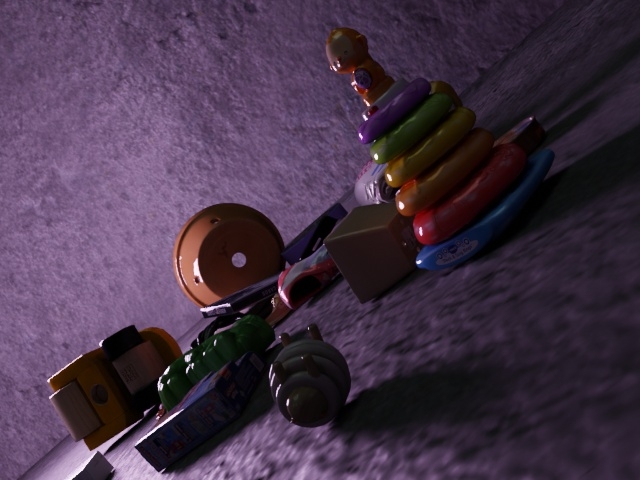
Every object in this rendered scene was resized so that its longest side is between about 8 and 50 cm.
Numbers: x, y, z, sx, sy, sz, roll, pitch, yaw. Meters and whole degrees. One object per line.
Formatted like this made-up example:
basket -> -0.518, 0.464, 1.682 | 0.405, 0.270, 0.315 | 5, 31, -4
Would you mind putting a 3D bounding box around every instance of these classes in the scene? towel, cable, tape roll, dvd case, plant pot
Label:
towel -> -0.227, 0.232, 1.974 | 0.282, 0.049, 0.187 | -45, 5, -33
cable -> -0.215, 0.215, 1.838 | 0.150, 0.047, 0.184 | -28, 21, 13
tape roll -> 0.000, 0.000, 2.054 | 0.189, 0.080, 0.189 | -42, 4, 4
dvd case -> -0.132, 0.110, 1.918 | 0.238, 0.030, 0.179 | -25, 4, -29
plant pot -> -0.214, 0.049, 2.131 | 0.291, 0.291, 0.203 | -42, 9, -10
plant pot -> 0.089, 0.007, 1.204 | 0.096, 0.109, 0.109 | -22, 16, 37

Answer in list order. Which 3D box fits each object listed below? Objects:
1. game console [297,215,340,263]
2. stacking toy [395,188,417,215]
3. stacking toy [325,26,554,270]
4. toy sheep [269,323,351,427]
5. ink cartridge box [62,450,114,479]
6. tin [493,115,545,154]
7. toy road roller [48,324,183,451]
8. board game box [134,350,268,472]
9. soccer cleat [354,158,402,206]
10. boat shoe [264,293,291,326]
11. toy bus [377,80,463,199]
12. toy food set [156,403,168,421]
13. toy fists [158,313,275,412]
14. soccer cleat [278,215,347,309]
game console -> 0.019, 0.004, 1.725 | 0.122, 0.107, 0.071 | -62, 24, 19
stacking toy -> 0.193, -0.092, 1.528 | 0.167, 0.052, 0.221 | -35, -3, -16
stacking toy -> 0.110, -0.129, 1.009 | 0.166, 0.302, 0.175 | -45, 7, -40
toy sheep -> -0.010, 0.138, 0.867 | 0.091, 0.091, 0.132 | -39, 12, 23
ink cartridge box -> -0.475, 0.481, 1.685 | 0.122, 0.052, 0.088 | -42, 5, 11
tin -> 0.261, -0.118, 1.312 | 0.189, 0.040, 0.106 | -38, 2, 35
toy road roller -> -0.475, 0.344, 2.119 | 0.329, 0.203, 0.240 | -34, -5, 20
board game box -> -0.187, 0.262, 1.325 | 0.194, 0.060, 0.194 | -39, 5, 15
soccer cleat -> 0.138, -0.119, 1.782 | 0.143, 0.116, 0.331 | -41, 4, -31
boat shoe -> -0.077, 0.125, 1.741 | 0.135, 0.045, 0.050 | -44, 5, -26
toy bus -> 0.185, -0.187, 1.530 | 0.104, 0.202, 0.191 | 0, 14, 38
toy food set -> -0.321, 0.352, 1.832 | 0.078, 0.019, 0.122 | -40, 13, 17
toy fists -> -0.201, 0.227, 1.536 | 0.279, 0.096, 0.142 | -35, 9, 44
soccer cleat -> 0.022, 0.038, 1.646 | 0.248, 0.083, 0.095 | -38, 30, 8
